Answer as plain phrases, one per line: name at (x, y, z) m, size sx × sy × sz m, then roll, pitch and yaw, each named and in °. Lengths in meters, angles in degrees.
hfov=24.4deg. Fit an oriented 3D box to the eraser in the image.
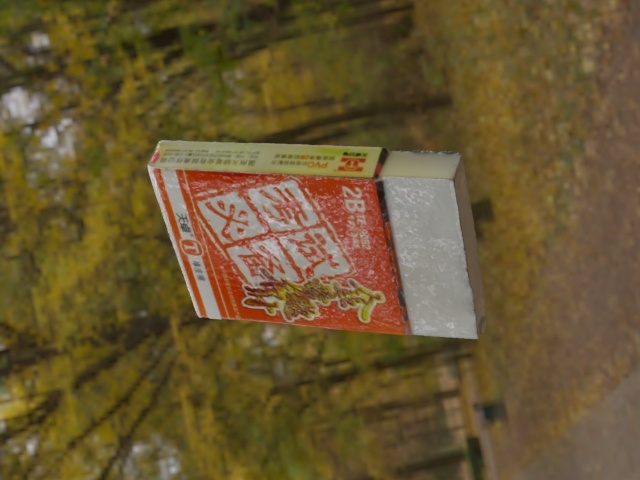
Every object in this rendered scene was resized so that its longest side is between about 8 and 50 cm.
eraser at (0.000, 0.000, 1.084) m, size 0.038 × 0.230 × 0.157 m, roll -68°, pitch -27°, yaw -44°
